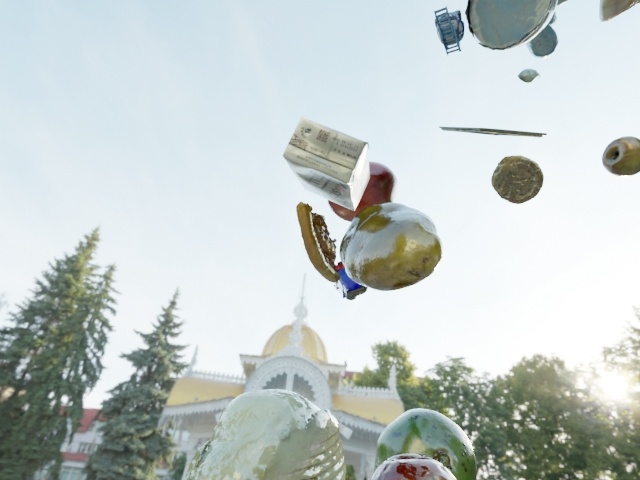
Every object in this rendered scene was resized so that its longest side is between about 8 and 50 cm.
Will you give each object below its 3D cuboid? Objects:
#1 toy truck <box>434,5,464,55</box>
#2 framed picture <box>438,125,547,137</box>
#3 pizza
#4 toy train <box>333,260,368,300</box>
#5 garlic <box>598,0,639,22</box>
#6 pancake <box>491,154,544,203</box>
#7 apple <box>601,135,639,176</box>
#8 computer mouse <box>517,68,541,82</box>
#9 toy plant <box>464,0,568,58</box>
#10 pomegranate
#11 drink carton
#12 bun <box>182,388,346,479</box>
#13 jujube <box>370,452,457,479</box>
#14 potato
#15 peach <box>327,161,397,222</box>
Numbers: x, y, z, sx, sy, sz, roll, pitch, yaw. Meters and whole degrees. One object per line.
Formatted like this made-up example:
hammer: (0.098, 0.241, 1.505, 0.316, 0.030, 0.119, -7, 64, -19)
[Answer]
toy truck: (0.292, -0.498, 0.928, 0.063, 0.074, 0.136, -7, -25, 31)
framed picture: (0.564, -0.360, 1.334, 0.273, 0.217, 0.017, -1, -74, -19)
pizza: (-0.001, 0.006, 1.173, 0.056, 0.134, 0.271, -8, -73, 34)
toy train: (0.092, 0.135, 1.317, 0.082, 0.131, 0.204, -25, -24, -8)
garlic: (0.827, -0.701, 1.113, 0.123, 0.099, 0.175, -19, -62, -32)
pancake: (0.586, -0.184, 1.204, 0.151, 0.025, 0.152, 25, -53, 37)
apple: (0.675, -0.186, 0.892, 0.074, 0.090, 0.090, -7, -37, -2)
computer mouse: (0.757, -0.600, 1.449, 0.110, 0.056, 0.032, -28, -27, -30)
toy plant: (0.593, -0.649, 1.148, 0.332, 0.247, 0.247, -16, -18, -42)
pomegranate: (0.249, 0.558, 1.003, 0.253, 0.255, 0.271, 14, -33, -12)
drink carton: (0.031, -0.206, 1.168, 0.194, 0.132, 0.324, 23, -5, 10)
bun: (-0.072, 0.292, 0.457, 0.141, 0.239, 0.239, 8, -29, 37)
jujube: (0.189, 0.576, 0.748, 0.222, 0.319, 0.223, -4, -23, -2)
potato: (0.145, 0.015, 0.853, 0.195, 0.177, 0.369, -6, 9, -5)
peach: (0.161, -0.197, 1.580, 0.274, 0.249, 0.245, -7, -25, -20)
